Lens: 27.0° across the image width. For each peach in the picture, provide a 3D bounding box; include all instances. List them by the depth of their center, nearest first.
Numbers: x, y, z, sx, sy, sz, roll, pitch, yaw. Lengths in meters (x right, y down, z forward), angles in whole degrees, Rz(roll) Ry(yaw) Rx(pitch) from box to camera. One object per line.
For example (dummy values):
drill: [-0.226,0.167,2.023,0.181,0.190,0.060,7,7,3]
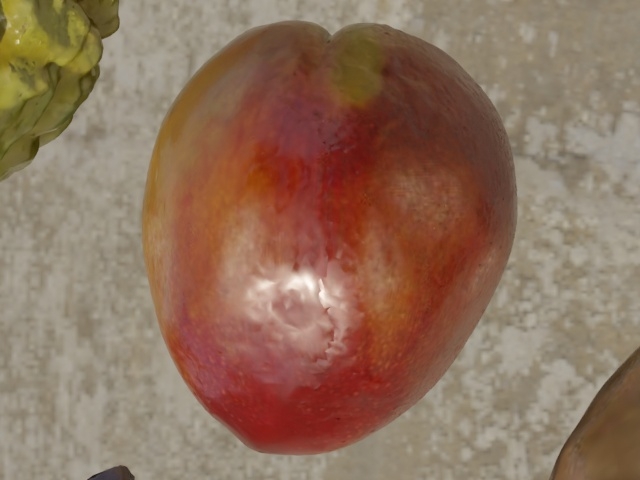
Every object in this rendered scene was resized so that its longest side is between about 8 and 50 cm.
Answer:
peach: [0.000,0.000,1.013,0.308,0.308,0.332,21,99,55]

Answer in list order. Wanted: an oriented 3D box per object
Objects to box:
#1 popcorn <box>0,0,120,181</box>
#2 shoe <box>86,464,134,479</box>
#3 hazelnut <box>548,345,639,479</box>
popcorn: [-0.229,-0.100,0.665,0.206,0.237,0.251,50,151,0]
shoe: [-0.048,0.113,0.358,0.227,0.099,0.125,69,-157,-54]
hazelnut: [0.174,0.130,0.469,0.176,0.214,0.214,-116,33,-82]
